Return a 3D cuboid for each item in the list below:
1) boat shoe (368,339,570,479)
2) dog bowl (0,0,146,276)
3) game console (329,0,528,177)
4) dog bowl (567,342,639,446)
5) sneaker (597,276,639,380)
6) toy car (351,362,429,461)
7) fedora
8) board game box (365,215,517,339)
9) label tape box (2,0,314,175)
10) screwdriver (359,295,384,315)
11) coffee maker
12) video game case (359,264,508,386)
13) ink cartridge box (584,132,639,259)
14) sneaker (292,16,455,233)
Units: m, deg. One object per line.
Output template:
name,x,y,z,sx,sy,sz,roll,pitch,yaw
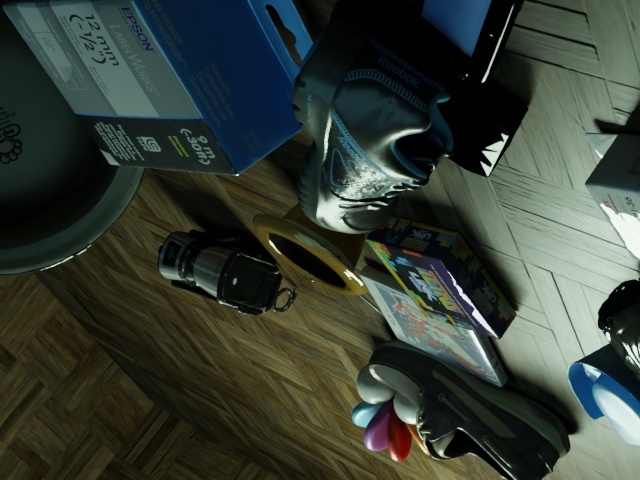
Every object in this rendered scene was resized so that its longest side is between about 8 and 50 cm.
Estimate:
boat shoe,0.203,0.264,2.002,0.355,0.130,0.132,24,157,36
dog bowl,-0.436,-0.164,1.779,0.408,0.408,0.150,43,179,-16
game console,0.106,-0.190,1.221,0.213,0.044,0.361,34,161,9
dog bowl,0.415,0.236,1.548,0.297,0.074,0.166,51,166,-7
sneaker,0.345,0.084,1.356,0.130,0.109,0.286,35,161,26
toy car,0.129,0.297,2.196,0.182,0.136,0.159,24,165,35
fedora,0.000,0.000,1.823,0.194,0.079,0.194,30,165,9
board game box,0.156,0.048,1.698,0.141,0.048,0.170,17,153,50
label tape box,-0.162,-0.200,1.480,0.348,0.115,0.249,9,140,43
screwdriver,0.067,0.084,2.015,0.170,0.025,0.024,35,163,-21
coffee maker,-0.163,0.061,2.211,0.178,0.120,0.171,19,155,45
video game case,0.165,0.125,1.911,0.201,0.023,0.183,23,157,37
ink cartridge box,0.319,-0.030,1.172,0.198,0.067,0.115,15,152,50
sneaker,0.057,-0.080,1.321,0.140,0.125,0.341,27,163,16
